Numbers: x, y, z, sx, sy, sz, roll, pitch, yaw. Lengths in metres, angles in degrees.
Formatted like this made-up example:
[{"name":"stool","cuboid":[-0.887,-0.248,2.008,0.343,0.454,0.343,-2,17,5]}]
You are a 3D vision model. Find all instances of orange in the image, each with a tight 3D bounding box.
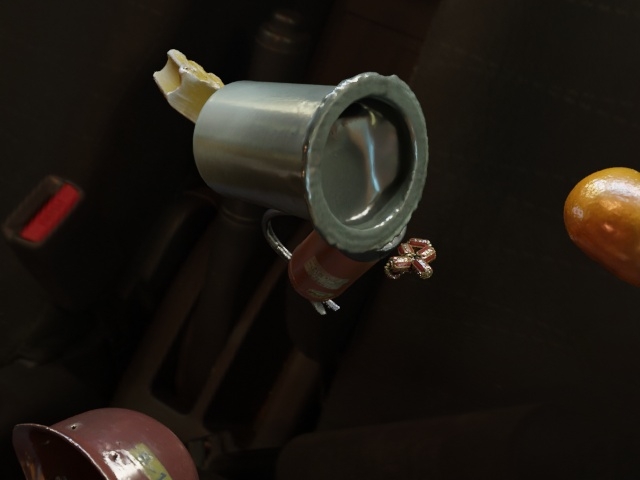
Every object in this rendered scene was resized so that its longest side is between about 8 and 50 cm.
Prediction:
[{"name":"orange","cuboid":[0.535,-0.026,1.743,0.240,0.240,0.171,41,96,21]}]

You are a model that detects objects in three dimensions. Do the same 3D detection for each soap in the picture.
[{"name":"soap","cuboid":[-0.223,-0.274,1.945,0.173,0.274,0.089,35,95,-20]}]

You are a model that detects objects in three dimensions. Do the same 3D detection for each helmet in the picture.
[{"name":"helmet","cuboid":[-0.167,0.196,0.850,0.175,0.106,0.155,47,139,0]}]

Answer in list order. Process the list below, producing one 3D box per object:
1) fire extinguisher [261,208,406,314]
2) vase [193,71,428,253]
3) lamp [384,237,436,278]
[{"name":"fire extinguisher","cuboid":[0.010,-0.002,1.715,0.113,0.376,0.200,-21,77,-25]},{"name":"vase","cuboid":[-0.028,-0.120,1.440,0.291,0.245,0.245,13,83,46]},{"name":"lamp","cuboid":[0.124,0.023,1.362,0.063,0.083,0.031,10,124,11]}]
